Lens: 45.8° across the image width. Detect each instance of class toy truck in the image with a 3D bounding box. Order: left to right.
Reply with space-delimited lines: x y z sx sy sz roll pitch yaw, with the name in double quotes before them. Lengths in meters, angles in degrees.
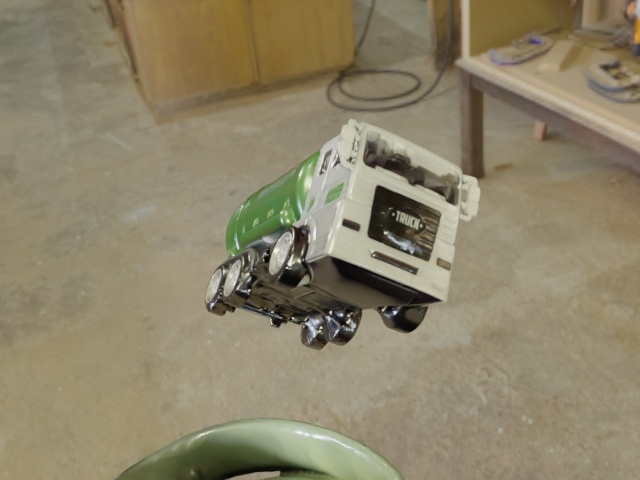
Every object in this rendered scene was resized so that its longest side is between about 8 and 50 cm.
"toy truck" 0.000 0.000 0.529 0.242 0.101 0.125 -22 48 62

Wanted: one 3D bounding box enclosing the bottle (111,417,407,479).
"bottle" -0.026 0.207 0.387 0.229 0.351 0.229 -20 58 34
